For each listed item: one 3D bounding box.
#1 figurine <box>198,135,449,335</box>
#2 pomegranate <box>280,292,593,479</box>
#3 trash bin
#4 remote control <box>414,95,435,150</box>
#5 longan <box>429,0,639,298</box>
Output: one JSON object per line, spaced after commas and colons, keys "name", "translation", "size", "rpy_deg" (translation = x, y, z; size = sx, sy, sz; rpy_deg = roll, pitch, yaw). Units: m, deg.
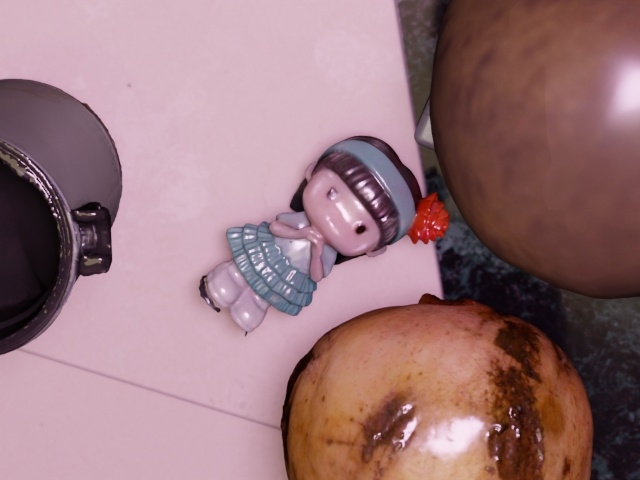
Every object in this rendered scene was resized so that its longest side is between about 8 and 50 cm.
{"name": "figurine", "translation": [0.000, 0.000, 1.881], "size": [0.245, 0.110, 0.138], "rpy_deg": [-38, 109, 15]}
{"name": "pomegranate", "translation": [0.112, 0.192, 1.814], "size": [0.322, 0.322, 0.322], "rpy_deg": [1, 105, 3]}
{"name": "trash bin", "translation": [-0.318, -0.028, 1.809], "size": [0.277, 0.262, 0.217], "rpy_deg": [2, 105, 4]}
{"name": "remote control", "translation": [0.137, -0.146, 1.875], "size": [0.053, 0.018, 0.124], "rpy_deg": [20, 105, -3]}
{"name": "longan", "translation": [0.269, -0.142, 1.688], "size": [0.336, 0.404, 0.404], "rpy_deg": [8, 105, 1]}
